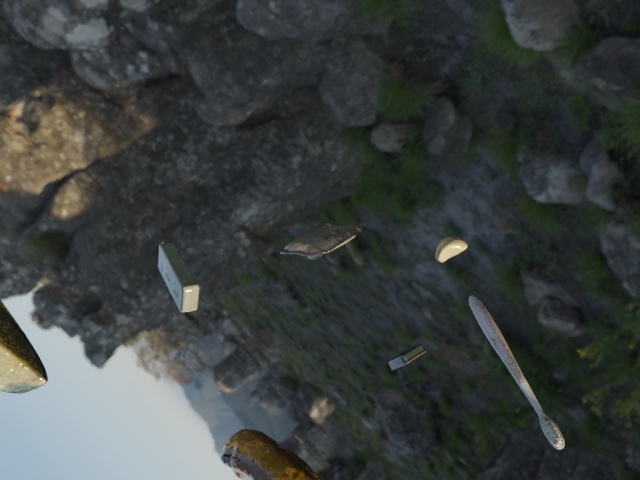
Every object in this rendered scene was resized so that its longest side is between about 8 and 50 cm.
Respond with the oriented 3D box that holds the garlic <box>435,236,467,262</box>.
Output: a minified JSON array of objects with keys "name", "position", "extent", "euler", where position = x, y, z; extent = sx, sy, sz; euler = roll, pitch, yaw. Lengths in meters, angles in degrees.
[{"name":"garlic","position":[0.319,0.018,1.798],"extent":[0.053,0.083,0.041],"euler":[48,-168,-32]}]

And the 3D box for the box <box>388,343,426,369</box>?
[{"name":"box","position":[0.265,0.358,2.229],"extent":[0.031,0.091,0.126],"euler":[59,157,8]}]

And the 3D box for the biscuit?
[{"name":"biscuit","position":[-0.071,0.405,1.237],"extent":[0.213,0.091,0.274],"euler":[36,161,19]}]

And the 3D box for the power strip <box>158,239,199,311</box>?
[{"name":"power strip","position":[-0.421,0.089,2.102],"extent":[0.288,0.053,0.093],"euler":[50,139,46]}]

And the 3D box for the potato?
[{"name":"potato","position":[-0.667,0.217,1.446],"extent":[0.255,0.112,0.269],"euler":[55,175,-16]}]

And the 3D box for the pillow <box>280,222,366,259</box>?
[{"name":"pillow","position":[0.000,0.000,1.482],"extent":[0.038,0.130,0.232],"euler":[65,161,-12]}]

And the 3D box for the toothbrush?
[{"name":"toothbrush","position":[0.328,0.215,1.239],"extent":[0.029,0.025,0.307],"euler":[41,-161,-55]}]

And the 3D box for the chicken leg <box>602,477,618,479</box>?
[{"name":"chicken leg","position":[0.461,0.465,1.263],"extent":[0.069,0.085,0.198],"euler":[17,135,-5]}]
